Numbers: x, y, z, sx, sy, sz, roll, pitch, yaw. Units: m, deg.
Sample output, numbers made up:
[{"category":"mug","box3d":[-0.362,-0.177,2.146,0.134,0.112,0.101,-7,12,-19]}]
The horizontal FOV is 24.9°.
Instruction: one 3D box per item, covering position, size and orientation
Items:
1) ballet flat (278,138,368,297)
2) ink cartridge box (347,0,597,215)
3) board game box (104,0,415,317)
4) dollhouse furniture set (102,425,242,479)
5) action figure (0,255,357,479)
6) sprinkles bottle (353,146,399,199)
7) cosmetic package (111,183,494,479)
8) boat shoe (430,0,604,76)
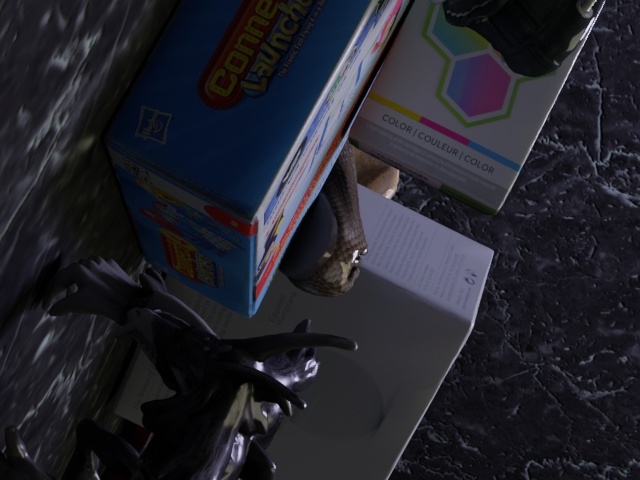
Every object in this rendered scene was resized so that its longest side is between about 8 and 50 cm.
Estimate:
[{"category":"ballet flat","box3d":[-0.002,-0.050,1.068,0.084,0.058,0.250,-39,-145,24]},{"category":"ink cartridge box","box3d":[0.112,-0.133,0.941,0.209,0.109,0.062,-63,178,-1]},{"category":"board game box","box3d":[-0.006,-0.128,0.863,0.308,0.086,0.302,-62,177,-12]},{"category":"dollhouse furniture set","box3d":[-0.059,0.113,1.460,0.374,0.152,0.201,-59,176,-50]},{"category":"action figure","box3d":[-0.105,0.098,0.704,0.276,0.141,0.164,-45,-172,40]},{"category":"sprinkles bottle","box3d":[0.000,0.000,1.809,0.121,0.121,0.355,-61,176,-32]},{"category":"cosmetic package","box3d":[-0.015,0.072,1.164,0.224,0.225,0.138,-64,179,28]},{"category":"boat shoe","box3d":[0.140,-0.191,0.859,0.114,0.091,0.302,-36,-167,43]}]
